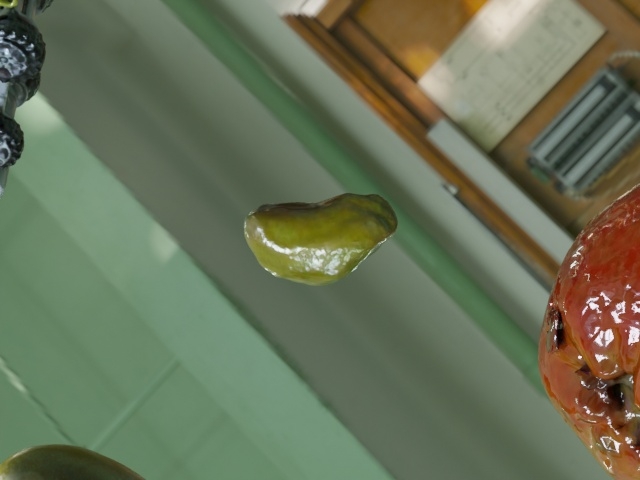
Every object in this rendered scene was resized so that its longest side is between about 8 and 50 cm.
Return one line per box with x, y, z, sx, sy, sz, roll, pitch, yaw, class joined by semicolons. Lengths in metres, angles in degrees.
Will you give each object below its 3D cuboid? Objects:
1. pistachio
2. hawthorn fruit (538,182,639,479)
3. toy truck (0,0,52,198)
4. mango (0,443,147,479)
0.001;0.002;1.324;0.100;0.189;0.110;68;-153;-44;pistachio
0.277;0.027;0.720;0.211;0.299;0.211;40;163;15;hawthorn fruit
-0.318;-0.159;1.076;0.111;0.285;0.136;11;-135;-14;toy truck
-0.357;0.458;1.811;0.384;0.199;0.221;39;-125;-23;mango
